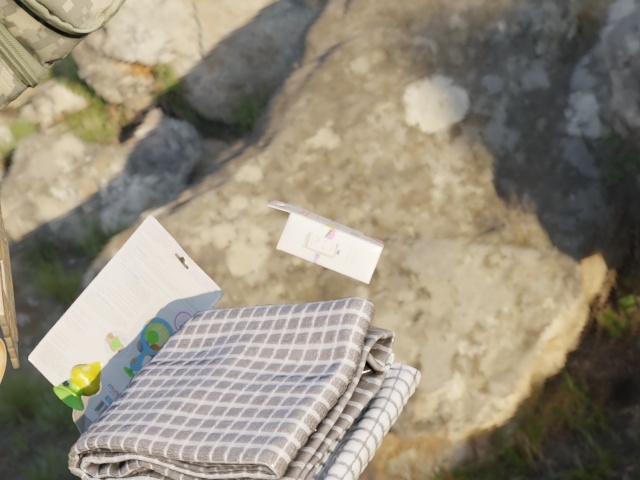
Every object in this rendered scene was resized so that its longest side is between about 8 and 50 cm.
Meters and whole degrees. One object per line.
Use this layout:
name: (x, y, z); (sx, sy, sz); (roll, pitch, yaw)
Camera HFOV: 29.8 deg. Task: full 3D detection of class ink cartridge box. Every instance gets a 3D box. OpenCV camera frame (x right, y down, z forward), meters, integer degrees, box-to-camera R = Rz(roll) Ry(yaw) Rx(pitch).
ink cartridge box: (0.000, 0.000, 1.944); (0.115, 0.198, 0.067); (-41, -28, -83)

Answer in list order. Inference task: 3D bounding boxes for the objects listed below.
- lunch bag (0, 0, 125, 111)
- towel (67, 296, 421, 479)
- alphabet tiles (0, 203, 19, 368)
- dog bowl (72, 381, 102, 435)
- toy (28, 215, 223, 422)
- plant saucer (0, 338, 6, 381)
lunch bag: (-0.248, -0.240, 0.729); (0.256, 0.305, 0.212); (-42, 51, -6)
towel: (-0.076, 0.164, 1.166); (0.283, 0.121, 0.235); (-6, 28, 35)
alphabet tiles: (-0.327, 0.017, 1.231); (0.009, 0.198, 0.237); (-7, -19, -13)
dog bowl: (-0.304, 0.341, 2.363); (0.348, 0.102, 0.349); (-5, 45, 5)
toy: (-0.233, 0.101, 1.415); (0.056, 0.137, 0.237); (-18, 29, 48)
plant saucer: (-0.317, 0.123, 1.090); (0.015, 0.083, 0.083); (20, 38, 18)
